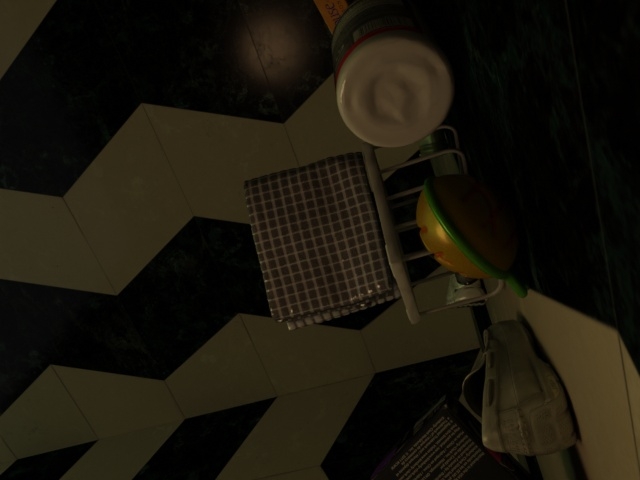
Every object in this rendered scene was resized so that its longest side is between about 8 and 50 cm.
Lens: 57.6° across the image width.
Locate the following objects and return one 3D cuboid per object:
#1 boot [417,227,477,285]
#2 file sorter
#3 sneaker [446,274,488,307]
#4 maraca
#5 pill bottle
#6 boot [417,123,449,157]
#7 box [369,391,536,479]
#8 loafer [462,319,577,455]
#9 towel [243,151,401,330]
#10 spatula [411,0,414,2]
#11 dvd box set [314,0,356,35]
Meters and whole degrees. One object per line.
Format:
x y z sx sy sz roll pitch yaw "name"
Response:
0.309 0.011 1.302 0.223 0.118 0.338 67 -157 -21 "boot"
0.195 -0.036 1.022 0.193 0.173 0.278 63 -165 -50 "file sorter"
0.408 0.129 1.639 0.292 0.109 0.119 64 -160 -77 "sneaker"
0.178 -0.005 0.659 0.185 0.099 0.127 36 -147 -29 "maraca"
0.106 -0.302 0.963 0.319 0.176 0.176 -92 -18 -53 "pill bottle"
0.244 -0.274 1.372 0.213 0.077 0.165 -91 -16 -79 "boot"
0.211 0.347 0.741 0.270 0.143 0.165 46 -176 15 "box"
0.245 0.185 0.785 0.319 0.111 0.112 -32 -74 -79 "loafer"
0.000 0.000 1.050 0.121 0.234 0.284 61 -165 -78 "towel"
0.190 -0.381 1.172 0.084 0.030 0.297 37 156 41 "spatula"
0.038 -0.543 1.161 0.420 0.062 0.308 49 -144 -49 "dvd box set"
